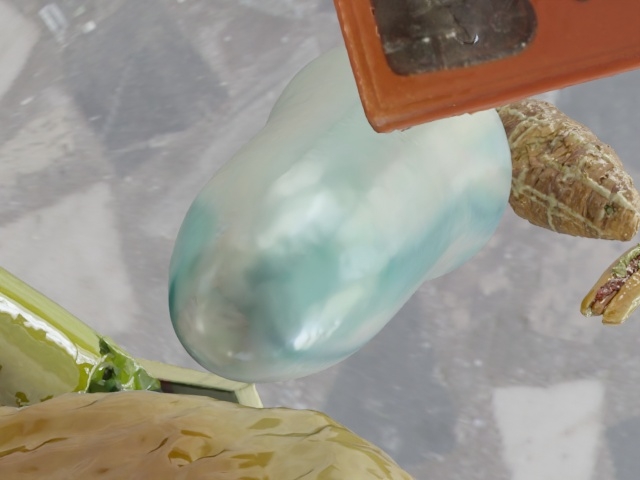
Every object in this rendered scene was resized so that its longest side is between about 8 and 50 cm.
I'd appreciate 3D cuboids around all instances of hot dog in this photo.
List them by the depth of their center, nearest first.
[{"bbox_3d":[0.202,0.026,1.146,0.083,0.037,0.021,-44,140,-33],"label":"hot dog"}]

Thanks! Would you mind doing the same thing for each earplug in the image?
[{"bbox_3d":[0.000,0.000,1.127,0.185,0.324,0.185,7,113,17],"label":"earplug"}]

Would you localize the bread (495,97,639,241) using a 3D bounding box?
[{"bbox_3d":[0.208,-0.072,1.637,0.105,0.233,0.076,-49,133,7],"label":"bread"}]

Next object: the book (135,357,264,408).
[{"bbox_3d":[-0.129,0.180,1.467,0.026,0.289,0.201,-43,122,-36],"label":"book"}]

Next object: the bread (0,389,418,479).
[{"bbox_3d":[-0.074,0.134,0.399,0.244,0.244,0.134,-20,113,-15],"label":"bread"}]

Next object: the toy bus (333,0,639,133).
[{"bbox_3d":[0.168,-0.151,0.824,0.329,0.153,0.143,-13,102,10],"label":"toy bus"}]

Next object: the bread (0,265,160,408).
[{"bbox_3d":[-0.345,0.104,1.349,0.376,0.208,0.251,35,119,0],"label":"bread"}]
